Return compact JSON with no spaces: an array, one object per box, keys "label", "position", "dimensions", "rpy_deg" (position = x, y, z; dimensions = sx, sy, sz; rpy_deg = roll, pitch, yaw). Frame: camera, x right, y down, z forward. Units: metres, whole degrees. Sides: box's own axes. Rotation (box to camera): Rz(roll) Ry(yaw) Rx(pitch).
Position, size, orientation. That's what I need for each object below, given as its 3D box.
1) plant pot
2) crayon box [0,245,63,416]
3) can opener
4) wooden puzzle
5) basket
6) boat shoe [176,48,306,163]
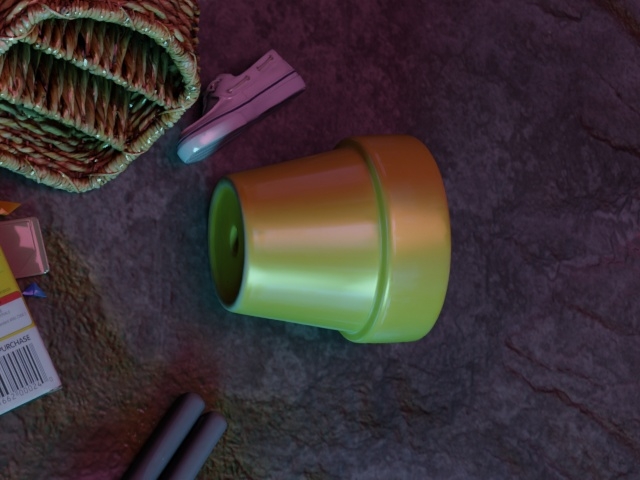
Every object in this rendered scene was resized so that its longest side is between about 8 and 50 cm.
[{"label":"plant pot","position":[0.000,0.000,1.930],"dimensions":[0.239,0.254,0.254],"rpy_deg":[-2,79,-21]},{"label":"crayon box","position":[-0.430,0.053,1.704],"dimensions":[0.202,0.081,0.318],"rpy_deg":[-24,93,-37]},{"label":"can opener","position":[-0.190,0.292,1.813],"dimensions":[0.074,0.093,0.280],"rpy_deg":[45,53,-17]},{"label":"wooden puzzle","position":[-0.348,0.009,1.816],"dimensions":[0.078,0.014,0.116],"rpy_deg":[-3,80,-31]},{"label":"basket","position":[-0.264,-0.193,1.748],"dimensions":[0.299,0.213,0.223],"rpy_deg":[25,62,-56]},{"label":"boat shoe","position":[-0.113,-0.169,1.992],"dimensions":[0.076,0.083,0.226],"rpy_deg":[52,43,1]}]
